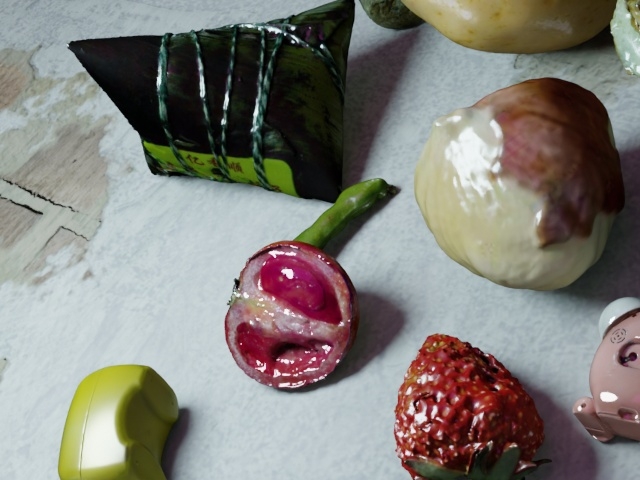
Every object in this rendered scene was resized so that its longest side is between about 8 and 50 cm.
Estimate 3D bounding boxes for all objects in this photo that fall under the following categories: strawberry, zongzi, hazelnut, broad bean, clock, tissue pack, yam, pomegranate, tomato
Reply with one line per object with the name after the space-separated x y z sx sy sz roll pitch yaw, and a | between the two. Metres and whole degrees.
0.169 0.170 1.430 0.174 0.098 0.228 3 37 6 | strawberry
-0.160 -0.212 1.818 0.383 0.362 0.319 -9 67 22 | zongzi
0.230 -0.073 1.532 0.261 0.241 0.261 -38 38 38 | hazelnut
-0.001 0.000 1.748 0.256 0.053 0.052 -44 -1 -13 | broad bean
0.357 0.133 1.362 0.165 0.093 0.162 7 62 37 | clock
-0.260 0.250 1.627 0.127 0.123 0.178 -11 48 18 | tissue pack
0.100 -0.403 2.009 0.107 0.107 0.183 -27 44 8 | yam
0.261 -0.433 1.755 0.411 0.411 0.412 -17 45 18 | pomegranate
-0.025 0.090 1.647 0.173 0.099 0.189 26 108 18 | tomato

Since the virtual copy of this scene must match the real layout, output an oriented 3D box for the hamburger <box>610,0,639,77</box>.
0.524 -0.259 1.508 0.276 0.195 0.318 -21 50 -18 | hamburger
